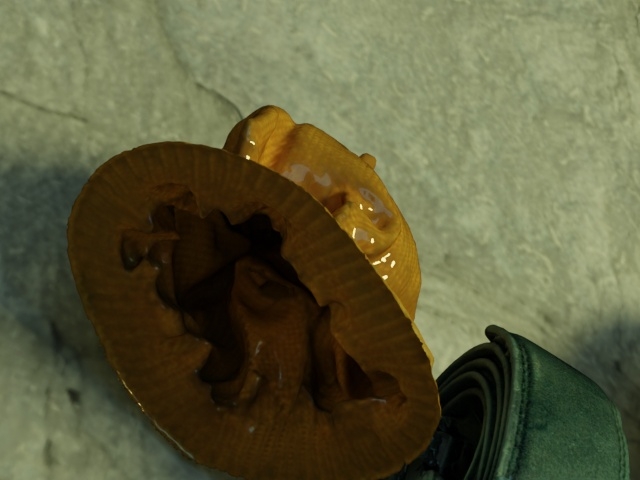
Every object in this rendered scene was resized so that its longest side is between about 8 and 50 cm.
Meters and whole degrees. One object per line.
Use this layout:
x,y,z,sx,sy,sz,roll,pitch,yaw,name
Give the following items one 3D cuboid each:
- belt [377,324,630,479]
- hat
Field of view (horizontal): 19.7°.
0.094,0.167,1.121,0.116,0.206,0.267,29,45,-12,belt
0.000,0.000,1.183,0.244,0.233,0.233,13,33,18,hat
